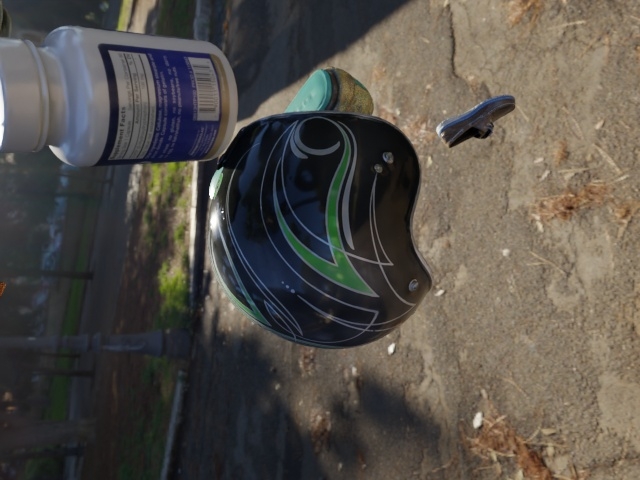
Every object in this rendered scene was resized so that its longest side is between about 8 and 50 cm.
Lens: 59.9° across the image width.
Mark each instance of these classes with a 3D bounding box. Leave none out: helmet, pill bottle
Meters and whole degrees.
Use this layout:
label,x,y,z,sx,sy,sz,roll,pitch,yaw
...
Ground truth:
label,x,y,z,sx,sy,sz,roll,pitch,yaw
helmet,0.000,0.000,0.421,0.169,0.169,0.162,-18,68,62
pill bottle,-0.175,-0.119,0.469,0.112,0.186,0.112,12,106,46

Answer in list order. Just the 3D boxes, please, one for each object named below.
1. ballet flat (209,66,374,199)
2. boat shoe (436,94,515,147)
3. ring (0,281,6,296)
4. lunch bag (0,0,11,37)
label,x,y,z,sx,sy,sz,roll,pitch,yaw
ballet flat,-0.048,-0.139,0.894,0.348,0.123,0.123,-36,53,40
boat shoe,0.360,-0.263,1.256,0.183,0.066,0.066,-25,66,15
ring,-0.395,0.175,0.573,0.336,0.032,0.337,-41,36,40
lunch bag,-0.481,-0.292,0.602,0.235,0.169,0.287,27,132,18
